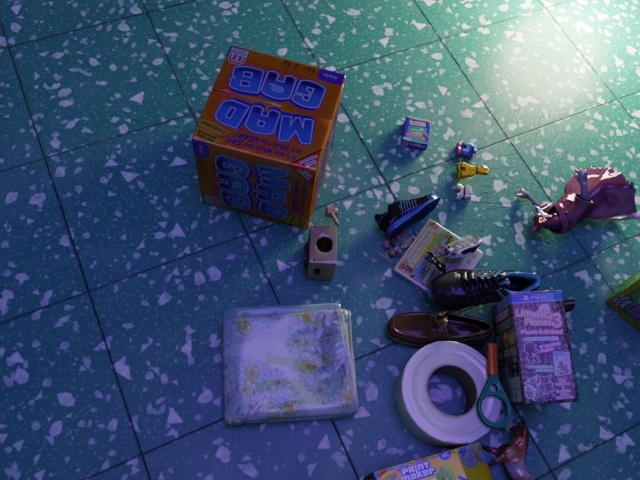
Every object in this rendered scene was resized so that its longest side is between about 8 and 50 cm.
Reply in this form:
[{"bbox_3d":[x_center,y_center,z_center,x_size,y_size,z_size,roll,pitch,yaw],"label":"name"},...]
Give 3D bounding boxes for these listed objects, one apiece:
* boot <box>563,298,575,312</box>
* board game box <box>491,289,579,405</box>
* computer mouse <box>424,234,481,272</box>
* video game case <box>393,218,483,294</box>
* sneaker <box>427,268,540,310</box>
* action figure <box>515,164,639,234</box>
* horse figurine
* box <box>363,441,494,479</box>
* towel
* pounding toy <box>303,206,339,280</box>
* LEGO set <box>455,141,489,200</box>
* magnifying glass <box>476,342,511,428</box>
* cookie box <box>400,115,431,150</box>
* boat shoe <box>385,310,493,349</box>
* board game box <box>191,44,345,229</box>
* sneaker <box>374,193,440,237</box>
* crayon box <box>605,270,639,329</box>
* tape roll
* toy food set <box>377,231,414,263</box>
[{"bbox_3d":[0.699,0.267,1.863,0.197,0.077,0.137,-21,72,-1],"label":"boot"},{"bbox_3d":[0.584,0.304,1.702,0.141,0.232,0.291,-4,75,2],"label":"board game box"},{"bbox_3d":[0.420,0.040,1.914,0.193,0.042,0.106,-23,30,-19],"label":"computer mouse"},{"bbox_3d":[0.373,0.069,1.945,0.206,0.026,0.227,34,66,10],"label":"video game case"},{"bbox_3d":[0.488,0.131,1.842,0.340,0.140,0.125,-5,75,-13],"label":"sneaker"},{"bbox_3d":[0.825,-0.101,2.015,0.370,0.248,0.276,-31,98,-20],"label":"action figure"},{"bbox_3d":[0.511,0.634,1.662,0.174,0.066,0.263,-12,63,-5],"label":"horse figurine"},{"bbox_3d":[0.294,0.692,1.547,0.289,0.177,0.279,-11,66,-10],"label":"box"},{"bbox_3d":[-0.086,0.341,1.729,0.374,0.090,0.321,-2,64,-7],"label":"towel"},{"bbox_3d":[0.001,-0.009,1.856,0.094,0.181,0.206,4,64,-4],"label":"pounding toy"},{"bbox_3d":[0.514,-0.246,2.079,0.093,0.087,0.227,8,65,-1],"label":"LEGO set"},{"bbox_3d":[0.474,0.395,1.685,0.092,0.026,0.231,7,62,-3],"label":"magnifying glass"},{"bbox_3d":[0.333,-0.375,2.148,0.091,0.040,0.107,12,63,1],"label":"cookie box"},{"bbox_3d":[0.349,0.248,1.807,0.307,0.104,0.111,3,60,-5],"label":"boat shoe"},{"bbox_3d":[-0.153,-0.305,1.887,0.356,0.356,0.356,15,63,2],"label":"board game box"},{"bbox_3d":[0.280,-0.103,1.988,0.232,0.081,0.090,-31,63,-23],"label":"sneaker"},{"bbox_3d":[0.995,0.165,1.820,0.165,0.278,0.081,42,68,14],"label":"crayon box"},{"bbox_3d":[0.356,0.431,1.725,0.286,0.100,0.286,3,63,-5],"label":"tape roll"},{"bbox_3d":[0.239,0.011,1.961,0.078,0.019,0.122,35,66,11],"label":"toy food set"}]
